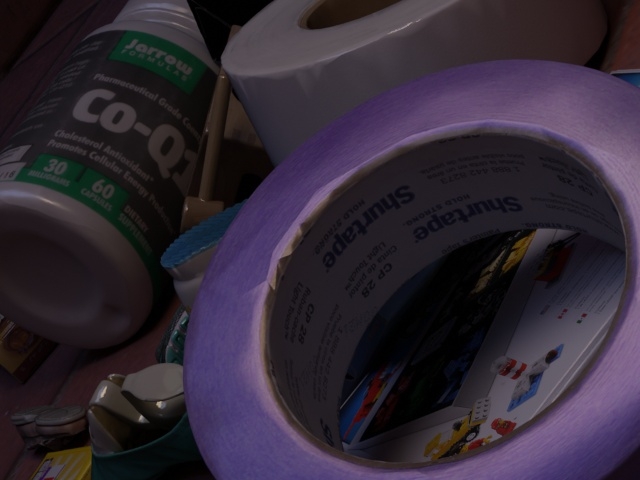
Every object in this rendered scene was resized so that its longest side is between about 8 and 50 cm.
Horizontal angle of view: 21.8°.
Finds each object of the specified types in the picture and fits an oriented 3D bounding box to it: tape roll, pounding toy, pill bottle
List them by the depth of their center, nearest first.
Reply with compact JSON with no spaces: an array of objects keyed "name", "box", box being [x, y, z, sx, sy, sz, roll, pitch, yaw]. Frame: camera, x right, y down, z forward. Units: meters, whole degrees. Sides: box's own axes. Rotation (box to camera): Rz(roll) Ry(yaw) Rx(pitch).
[{"name":"tape roll","box":[0.073,0.045,0.807,0.275,0.090,0.275,-17,49,20]},{"name":"tape roll","box":[0.071,-0.156,1.267,0.286,0.100,0.286,-24,20,9]},{"name":"pounding toy","box":[-0.056,-0.076,1.411,0.181,0.094,0.206,112,171,-53]},{"name":"pill bottle","box":[-0.192,-0.086,1.642,0.204,0.204,0.361,-27,27,44]}]

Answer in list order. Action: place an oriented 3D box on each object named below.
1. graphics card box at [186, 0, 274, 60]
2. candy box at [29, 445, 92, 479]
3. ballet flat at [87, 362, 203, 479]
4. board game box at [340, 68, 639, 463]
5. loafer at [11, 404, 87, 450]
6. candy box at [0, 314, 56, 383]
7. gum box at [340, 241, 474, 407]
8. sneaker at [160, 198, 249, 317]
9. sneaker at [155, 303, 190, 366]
[{"name":"graphics card box","box":[0.050,-0.322,1.646,0.232,0.094,0.371,4,45,28]},{"name":"candy box","box":[-0.245,0.254,1.336,0.105,0.027,0.206,-14,36,52]},{"name":"ballet flat","box":[-0.121,0.128,1.234,0.247,0.087,0.083,-23,30,50]},{"name":"board game box","box":[0.142,0.027,0.931,0.305,0.053,0.193,-50,20,-11]},{"name":"loafer","box":[-0.238,0.170,1.490,0.045,0.039,0.125,-18,6,-31]},{"name":"candy box","box":[-0.325,0.087,1.811,0.109,0.053,0.186,-50,20,-12]},{"name":"gum box","box":[0.064,0.008,1.032,0.184,0.041,0.157,-48,-9,-27]},{"name":"sneaker","box":[0.000,0.000,1.253,0.228,0.092,0.087,-25,19,3]},{"name":"sneaker","box":[-0.084,0.046,1.369,0.166,0.065,0.076,-52,16,-22]}]
